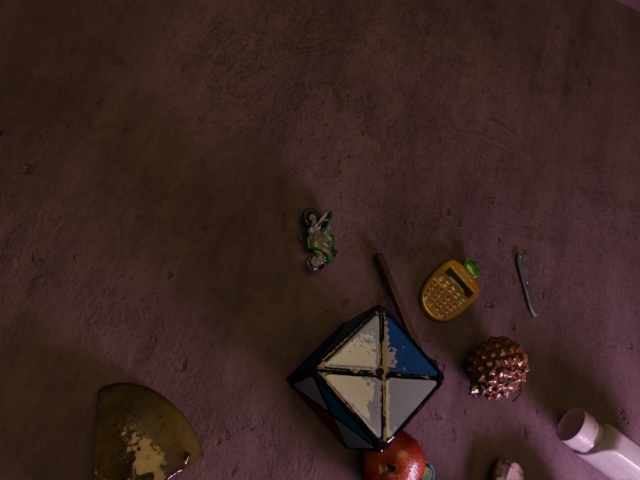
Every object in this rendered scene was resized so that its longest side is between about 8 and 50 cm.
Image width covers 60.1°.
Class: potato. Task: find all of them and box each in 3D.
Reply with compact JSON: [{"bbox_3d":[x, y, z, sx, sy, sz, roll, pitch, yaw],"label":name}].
[{"bbox_3d":[-0.432,0.436,1.234,0.269,0.112,0.255,-26,78,-26],"label":"potato"}]

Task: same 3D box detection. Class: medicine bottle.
[{"bbox_3d":[0.804,0.586,1.519,0.296,0.161,0.111,33,63,0],"label":"medicine bottle"}]

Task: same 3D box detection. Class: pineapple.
[{"bbox_3d":[0.468,0.359,1.507,0.193,0.166,0.166,-32,82,-24],"label":"pineapple"}]

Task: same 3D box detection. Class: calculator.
[{"bbox_3d":[0.388,0.142,1.635,0.234,0.032,0.146,-39,85,-24],"label":"calculator"}]

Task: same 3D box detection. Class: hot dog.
[{"bbox_3d":[0.480,0.664,1.448,0.108,0.059,0.191,35,59,-16],"label":"hot dog"}]

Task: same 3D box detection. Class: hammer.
[{"bbox_3d":[0.224,0.201,1.543,0.111,0.043,0.366,13,51,-56],"label":"hammer"}]

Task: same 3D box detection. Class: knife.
[{"bbox_3d":[0.639,0.135,1.723,0.028,0.015,0.210,-5,71,-11],"label":"knife"}]

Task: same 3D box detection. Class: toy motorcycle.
[{"bbox_3d":[0.000,0.000,1.553,0.106,0.074,0.190,5,67,-25],"label":"toy motorcycle"}]

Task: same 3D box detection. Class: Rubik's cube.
[{"bbox_3d":[0.106,0.337,1.356,0.246,0.248,0.250,-40,86,-26],"label":"Rubik's cube"}]

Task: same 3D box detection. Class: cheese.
[{"bbox_3d":[0.266,0.623,1.415,0.047,0.017,0.111,10,61,8],"label":"cheese"}]

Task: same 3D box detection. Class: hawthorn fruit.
[{"bbox_3d":[0.145,0.586,1.313,0.165,0.165,0.285,36,56,-1],"label":"hawthorn fruit"}]
